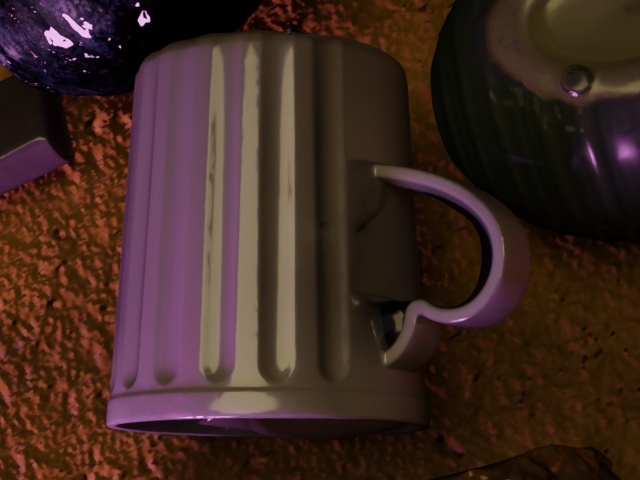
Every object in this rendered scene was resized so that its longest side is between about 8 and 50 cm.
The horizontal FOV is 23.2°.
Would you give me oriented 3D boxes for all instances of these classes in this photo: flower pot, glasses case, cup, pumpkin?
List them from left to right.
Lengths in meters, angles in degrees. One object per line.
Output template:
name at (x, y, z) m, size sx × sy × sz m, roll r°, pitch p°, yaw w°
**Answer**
glasses case at (-0.252, -0.042, 0.996) m, size 0.191 × 0.042 × 0.072 m, roll -25°, pitch 60°, yaw 8°
pumpkin at (-0.112, -0.190, 0.913) m, size 0.233 × 0.163 × 0.233 m, roll -35°, pitch 23°, yaw 17°
cup at (-0.001, 0.003, 0.825) m, size 0.221 × 0.167 × 0.202 m, roll -1°, pitch 80°, yaw 7°
flower pot at (0.177, -0.096, 0.821) m, size 0.243 × 0.157 × 0.189 m, roll -15°, pitch 70°, yaw 18°

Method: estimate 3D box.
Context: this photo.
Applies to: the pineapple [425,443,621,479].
pineapple at (0.113, 0.227, 0.757) m, size 0.128 × 0.128 × 0.248 m, roll -16°, pitch 74°, yaw 11°
